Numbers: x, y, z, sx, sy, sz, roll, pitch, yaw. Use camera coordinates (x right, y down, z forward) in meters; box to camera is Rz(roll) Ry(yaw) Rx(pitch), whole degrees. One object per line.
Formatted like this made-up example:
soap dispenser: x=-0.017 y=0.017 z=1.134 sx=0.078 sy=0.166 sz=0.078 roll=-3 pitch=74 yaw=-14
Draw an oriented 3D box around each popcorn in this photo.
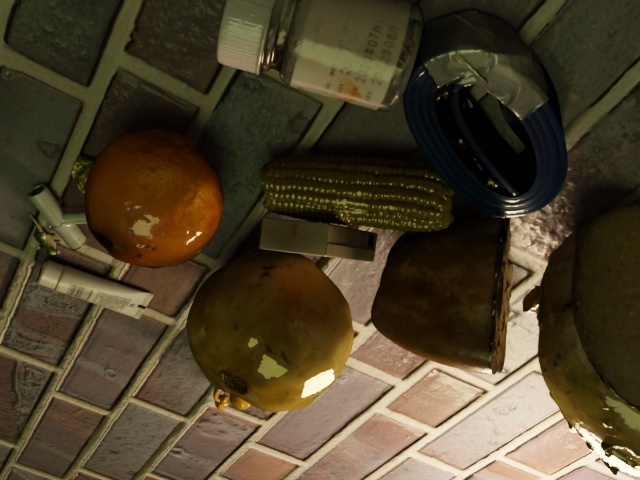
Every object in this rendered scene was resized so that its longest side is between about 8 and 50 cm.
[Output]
popcorn: x=-0.439 y=-0.119 z=1.438 sx=0.060 sy=0.068 sz=0.083 roll=-37 pitch=99 yaw=-11

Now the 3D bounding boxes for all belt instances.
belt: x=0.266 y=-0.189 z=1.200 sx=0.213 sy=0.117 sz=0.347 roll=-20 pitch=128 yaw=29

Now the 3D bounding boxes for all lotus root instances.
lotus root: x=0.247 y=0.088 z=1.413 sx=0.250 sy=0.316 sz=0.316 roll=10 pitch=139 yaw=27

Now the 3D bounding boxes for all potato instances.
potato: x=0.532 y=0.198 z=1.325 sx=0.386 sy=0.441 sz=0.319 roll=6 pitch=150 yaw=-13

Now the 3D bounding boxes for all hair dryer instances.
hair dryer: x=-0.466 y=-0.062 z=1.517 sx=0.183 sy=0.044 sz=0.154 roll=-14 pitch=132 yaw=16

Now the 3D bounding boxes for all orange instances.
orange: x=-0.290 y=-0.071 z=1.325 sx=0.246 sy=0.246 sz=0.246 roll=5 pitch=135 yaw=5

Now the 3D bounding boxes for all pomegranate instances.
pomegranate: x=-0.093 y=0.170 z=1.492 sx=0.333 sy=0.332 sz=0.332 roll=5 pitch=135 yaw=5

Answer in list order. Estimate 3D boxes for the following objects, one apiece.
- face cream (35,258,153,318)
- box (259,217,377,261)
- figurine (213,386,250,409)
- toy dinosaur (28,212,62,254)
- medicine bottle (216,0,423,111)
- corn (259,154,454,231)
face cream: x=-0.501 y=0.108 z=1.680 sx=0.244 sy=0.058 sz=0.092 roll=23 pitch=128 yaw=-20
box: x=0.000 y=0.000 z=1.377 sx=0.141 sy=0.058 sz=0.201 roll=6 pitch=178 yaw=28
figurine: x=-0.207 y=0.363 z=1.830 sx=0.121 sy=0.122 sz=0.176 roll=32 pitch=150 yaw=27
toy dinosaur: x=-0.587 y=-0.009 z=1.598 sx=0.061 sy=0.029 sz=0.119 roll=-3 pitch=134 yaw=34
medicine bottle: x=-0.001 y=-0.297 z=1.106 sx=0.274 sy=0.165 sz=0.165 roll=14 pitch=135 yaw=-4
corn: x=0.064 y=-0.085 z=1.333 sx=0.345 sy=0.131 sz=0.131 roll=3 pitch=135 yaw=7
